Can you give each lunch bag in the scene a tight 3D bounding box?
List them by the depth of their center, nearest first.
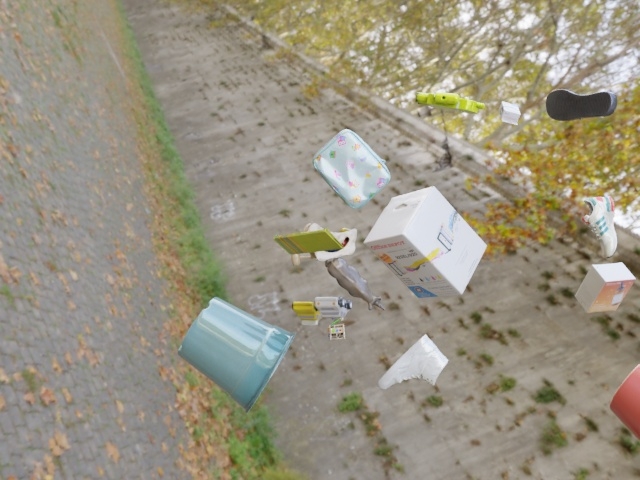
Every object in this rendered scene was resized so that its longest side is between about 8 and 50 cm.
[{"bbox_3d":[0.125,-0.277,2.160,0.279,0.224,0.108,46,3,-12],"label":"lunch bag"}]

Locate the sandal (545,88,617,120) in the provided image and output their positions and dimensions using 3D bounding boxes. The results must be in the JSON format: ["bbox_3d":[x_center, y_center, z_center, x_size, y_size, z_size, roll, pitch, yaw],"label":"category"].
[{"bbox_3d":[0.795,-0.409,1.714,0.254,0.055,0.097,-147,-120,-60],"label":"sandal"}]

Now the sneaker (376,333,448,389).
[{"bbox_3d":[0.369,0.531,2.218,0.169,0.292,0.108,46,15,11],"label":"sneaker"}]

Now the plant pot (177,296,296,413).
[{"bbox_3d":[-0.318,0.398,2.066,0.334,0.341,0.341,33,-10,1],"label":"plant pot"}]

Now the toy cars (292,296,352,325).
[{"bbox_3d":[0.002,0.261,2.033,0.394,0.177,0.087,156,-62,-64],"label":"toy cars"}]

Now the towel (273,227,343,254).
[{"bbox_3d":[-0.041,0.005,1.833,0.237,0.021,0.102,-8,-39,41],"label":"towel"}]

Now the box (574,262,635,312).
[{"bbox_3d":[1.051,0.176,2.073,0.091,0.130,0.170,-106,-163,-47],"label":"box"}]

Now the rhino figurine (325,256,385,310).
[{"bbox_3d":[0.113,0.141,1.770,0.243,0.073,0.106,43,2,0],"label":"rhino figurine"}]

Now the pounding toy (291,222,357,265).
[{"bbox_3d":[0.000,0.000,2.245,0.155,0.270,0.154,-177,-105,-72],"label":"pounding toy"}]

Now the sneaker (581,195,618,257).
[{"bbox_3d":[0.702,-0.035,1.420,0.057,0.075,0.161,53,38,-78],"label":"sneaker"}]

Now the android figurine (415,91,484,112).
[{"bbox_3d":[0.529,-0.561,2.279,0.248,0.273,0.056,-23,123,-70],"label":"android figurine"}]

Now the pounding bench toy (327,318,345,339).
[{"bbox_3d":[0.059,0.335,2.146,0.052,0.065,0.083,16,69,-88],"label":"pounding bench toy"}]

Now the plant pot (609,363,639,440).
[{"bbox_3d":[0.906,0.438,1.424,0.243,0.275,0.275,42,-21,40],"label":"plant pot"}]

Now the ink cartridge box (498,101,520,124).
[{"bbox_3d":[0.544,-0.366,1.609,0.083,0.048,0.028,-77,-179,-53],"label":"ink cartridge box"}]

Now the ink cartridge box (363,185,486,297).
[{"bbox_3d":[0.268,0.009,1.441,0.233,0.168,0.171,44,-27,-18],"label":"ink cartridge box"}]
